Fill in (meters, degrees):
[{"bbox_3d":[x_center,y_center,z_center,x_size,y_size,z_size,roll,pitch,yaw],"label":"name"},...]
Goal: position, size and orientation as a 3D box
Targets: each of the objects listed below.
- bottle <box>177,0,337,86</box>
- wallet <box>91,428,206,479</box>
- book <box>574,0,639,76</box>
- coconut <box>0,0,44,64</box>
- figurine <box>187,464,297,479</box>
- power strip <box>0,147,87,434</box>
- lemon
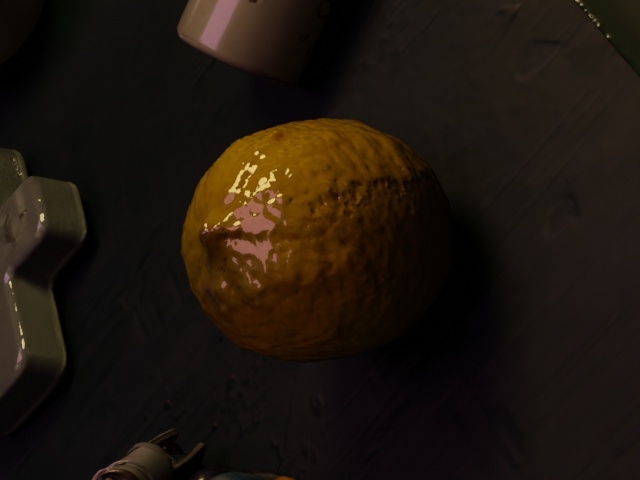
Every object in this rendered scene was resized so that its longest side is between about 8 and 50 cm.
[{"bbox_3d":[-0.019,-0.244,1.531,0.110,0.110,0.233,36,104,48],"label":"bottle"},{"bbox_3d":[-0.153,0.235,1.448,0.069,0.231,0.170,26,103,7],"label":"wallet"},{"bbox_3d":[0.272,-0.216,1.245,0.260,0.043,0.371,-55,42,24],"label":"book"},{"bbox_3d":[-0.367,-0.254,1.858,0.222,0.202,0.202,11,86,50],"label":"coconut"},{"bbox_3d":[-0.029,0.253,1.297,0.332,0.204,0.185,26,100,50],"label":"figurine"},{"bbox_3d":[-0.280,0.023,1.770,0.193,0.059,0.265,-45,48,35],"label":"power strip"},{"bbox_3d":[-0.001,0.000,1.362,0.180,0.193,0.181,-4,80,22],"label":"lemon"}]
